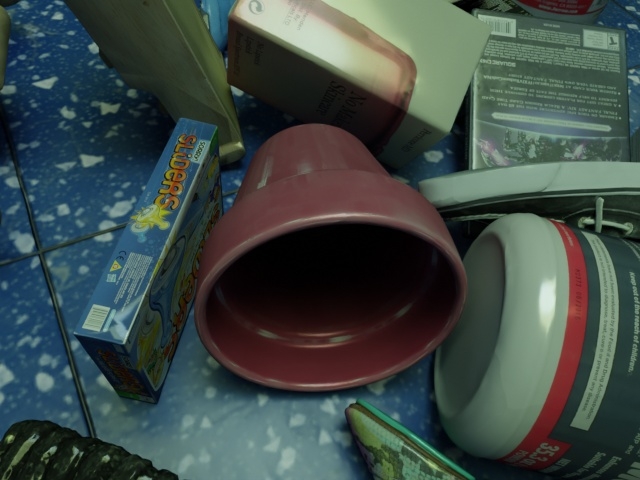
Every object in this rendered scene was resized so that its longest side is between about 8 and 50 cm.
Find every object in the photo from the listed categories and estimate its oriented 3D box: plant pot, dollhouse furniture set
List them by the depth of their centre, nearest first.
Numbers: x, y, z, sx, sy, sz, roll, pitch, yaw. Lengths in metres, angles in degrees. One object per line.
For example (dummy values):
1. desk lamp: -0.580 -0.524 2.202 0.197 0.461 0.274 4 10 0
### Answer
1. plant pot: 0.000 0.000 0.430 0.201 0.201 0.180 0 41 -9
2. dollhouse furniture set: -0.314 -0.159 0.501 0.394 0.256 0.362 -19 59 4

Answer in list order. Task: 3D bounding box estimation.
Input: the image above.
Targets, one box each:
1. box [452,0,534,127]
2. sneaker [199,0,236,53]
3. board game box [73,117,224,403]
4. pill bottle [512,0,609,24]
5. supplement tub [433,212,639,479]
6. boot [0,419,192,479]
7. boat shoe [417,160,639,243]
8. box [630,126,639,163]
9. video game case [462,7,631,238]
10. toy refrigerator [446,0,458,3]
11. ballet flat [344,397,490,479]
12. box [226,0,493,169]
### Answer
1. box: 0.216 -0.260 0.691 0.180 0.077 0.147 -32 67 -25
2. sneaker: -0.121 -0.328 0.690 0.082 0.069 0.209 7 56 -9
3. board game box: -0.128 0.017 0.419 0.035 0.136 0.201 12 56 0
4. pill bottle: 0.382 -0.518 0.691 0.229 0.408 0.229 4 56 -6
5. supplement tub: 0.245 0.099 0.389 0.272 0.191 0.191 15 56 2
6. boot: -0.240 0.219 0.265 0.348 0.131 0.260 20 62 -9
7. boat shoe: 0.241 -0.022 0.496 0.306 0.113 0.105 -2 93 -21
8. box: 0.448 -0.099 0.616 0.101 0.087 0.102 20 56 5
9. video game case: 0.265 -0.130 0.582 0.196 0.026 0.274 5 81 -6
10. toy refrigerator: 0.093 -0.334 0.638 0.269 0.094 0.102 -18 27 5
11. ballet flat: 0.107 0.204 0.377 0.221 0.077 0.079 26 78 8
12. box: 0.030 -0.194 0.531 0.232 0.148 0.127 26 79 -7
